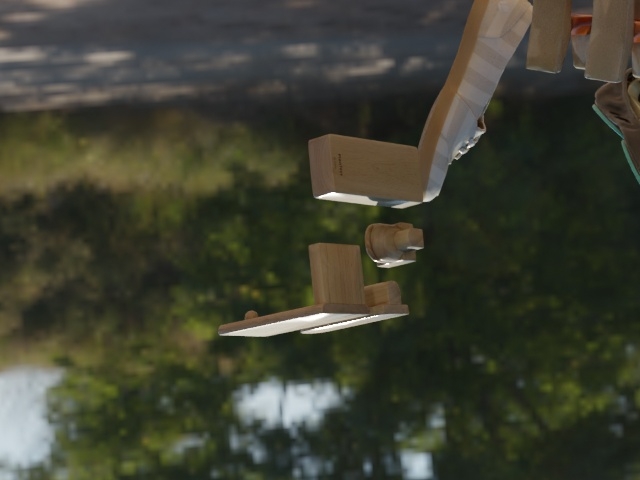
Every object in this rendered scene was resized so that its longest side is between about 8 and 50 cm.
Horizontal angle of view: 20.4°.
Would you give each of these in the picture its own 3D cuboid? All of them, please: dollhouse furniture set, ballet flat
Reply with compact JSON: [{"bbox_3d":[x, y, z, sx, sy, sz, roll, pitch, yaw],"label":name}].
[{"bbox_3d":[0.346,-0.201,1.493,0.262,0.135,0.259,-4,-167,-33],"label":"dollhouse furniture set"},{"bbox_3d":[0.416,-0.136,2.225,0.095,0.096,0.280,31,-158,-31],"label":"ballet flat"},{"bbox_3d":[0.000,0.000,1.527,0.123,0.151,0.144,-15,166,42],"label":"dollhouse furniture set"}]

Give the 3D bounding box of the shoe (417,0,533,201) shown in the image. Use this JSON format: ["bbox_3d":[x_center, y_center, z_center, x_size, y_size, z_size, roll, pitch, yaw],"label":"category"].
[{"bbox_3d":[0.137,-0.129,1.638,0.058,0.219,0.076,20,-159,0],"label":"shoe"}]
